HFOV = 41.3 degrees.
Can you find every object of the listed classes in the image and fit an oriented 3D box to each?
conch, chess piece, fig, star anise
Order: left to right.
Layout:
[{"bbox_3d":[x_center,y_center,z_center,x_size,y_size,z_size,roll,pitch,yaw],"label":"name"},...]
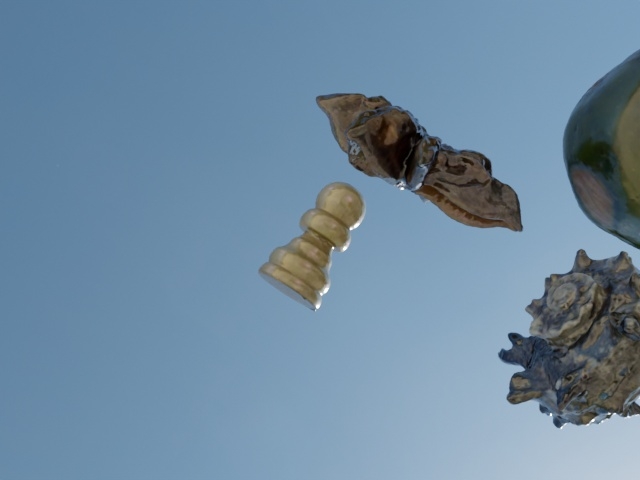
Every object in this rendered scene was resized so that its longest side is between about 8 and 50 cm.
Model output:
[{"bbox_3d":[0.000,0.000,1.140,0.094,0.094,0.170,38,-104,-17],"label":"chess piece"},{"bbox_3d":[0.089,-0.080,0.814,0.212,0.197,0.073,26,-81,-32],"label":"star anise"},{"bbox_3d":[0.348,0.131,1.138,0.186,0.313,0.241,6,-116,-6],"label":"conch"},{"bbox_3d":[0.343,-0.065,0.822,0.195,0.195,0.245,-34,-82,-12],"label":"fig"}]
